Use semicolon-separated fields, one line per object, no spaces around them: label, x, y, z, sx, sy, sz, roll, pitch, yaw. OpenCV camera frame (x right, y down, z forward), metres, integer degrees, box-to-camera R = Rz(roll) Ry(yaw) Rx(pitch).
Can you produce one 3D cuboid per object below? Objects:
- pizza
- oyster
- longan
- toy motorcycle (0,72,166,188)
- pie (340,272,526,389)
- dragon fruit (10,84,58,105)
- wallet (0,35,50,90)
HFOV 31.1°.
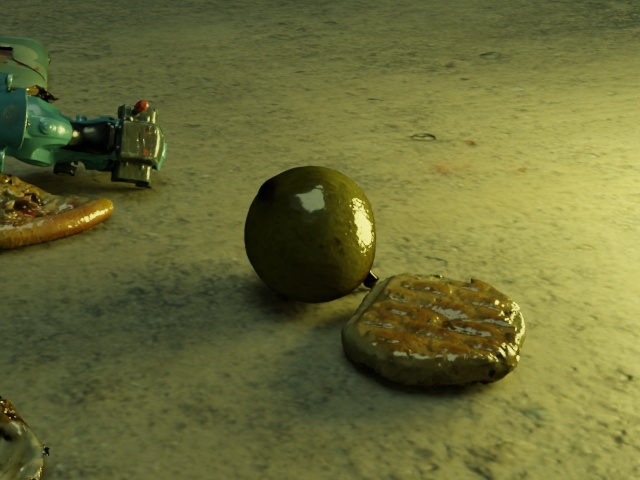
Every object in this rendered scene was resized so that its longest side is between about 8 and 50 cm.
pizza;-0.363;-0.050;1.396;0.185;0.052;0.195;-15;30;-38
oyster;-0.273;0.170;0.935;0.103;0.051;0.148;44;18;-2
longan;0.000;0.000;1.230;0.176;0.145;0.154;37;47;-18
toy motorcycle;-0.322;-0.133;1.441;0.272;0.123;0.182;6;-5;-16
pie;0.118;0.088;1.149;0.195;0.046;0.195;0;25;0
dragon fruit;-0.491;-0.191;1.602;0.246;0.125;0.125;-3;23;-26
wallet;-0.508;-0.248;1.774;0.176;0.075;0.250;2;25;-13
